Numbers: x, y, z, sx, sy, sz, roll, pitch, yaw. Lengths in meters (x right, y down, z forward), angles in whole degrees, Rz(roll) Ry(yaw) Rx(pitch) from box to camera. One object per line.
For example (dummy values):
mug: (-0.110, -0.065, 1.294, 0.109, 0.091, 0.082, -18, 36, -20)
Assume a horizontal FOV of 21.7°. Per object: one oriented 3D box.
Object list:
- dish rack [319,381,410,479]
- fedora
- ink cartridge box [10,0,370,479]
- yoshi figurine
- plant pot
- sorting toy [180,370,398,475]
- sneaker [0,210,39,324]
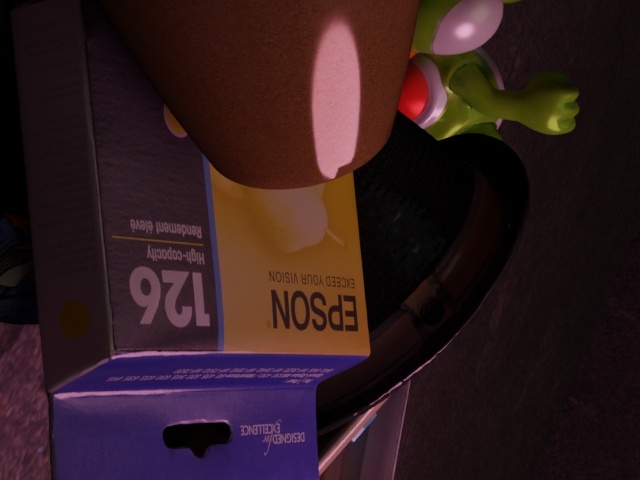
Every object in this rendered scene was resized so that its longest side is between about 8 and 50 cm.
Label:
dish rack: (-0.005, 0.211, 1.497, 0.285, 0.072, 0.333, 126, -20, -55)
fedora: (0.000, 0.000, 1.347, 0.152, 0.334, 0.334, 49, 56, -26)
ink cartridge box: (-0.070, 0.011, 1.102, 0.303, 0.072, 0.307, 6, 74, -59)
yoshi figurine: (0.151, -0.186, 1.595, 0.203, 0.203, 0.362, -72, 165, -46)
plant pot: (-0.036, -0.164, 0.972, 0.237, 0.237, 0.254, -51, 141, -42)
sorting toy: (-0.024, 0.156, 1.369, 0.347, 0.196, 0.047, -47, 117, -12)
sneaker: (-0.199, 0.008, 1.008, 0.221, 0.083, 0.087, -35, 131, -64)
